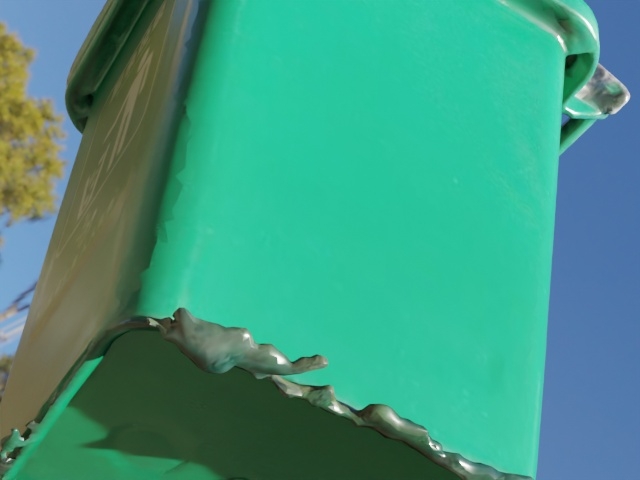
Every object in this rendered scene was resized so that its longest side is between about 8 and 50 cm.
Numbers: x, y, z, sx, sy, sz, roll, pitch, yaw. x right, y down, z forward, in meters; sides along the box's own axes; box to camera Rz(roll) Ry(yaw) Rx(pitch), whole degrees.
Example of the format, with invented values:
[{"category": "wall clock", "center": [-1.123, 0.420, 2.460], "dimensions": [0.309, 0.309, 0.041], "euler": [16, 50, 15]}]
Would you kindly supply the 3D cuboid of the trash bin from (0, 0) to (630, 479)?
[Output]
[{"category": "trash bin", "center": [0.000, 0.000, 0.558], "dimensions": [0.295, 0.381, 0.259], "euler": [28, -49, -17]}]
